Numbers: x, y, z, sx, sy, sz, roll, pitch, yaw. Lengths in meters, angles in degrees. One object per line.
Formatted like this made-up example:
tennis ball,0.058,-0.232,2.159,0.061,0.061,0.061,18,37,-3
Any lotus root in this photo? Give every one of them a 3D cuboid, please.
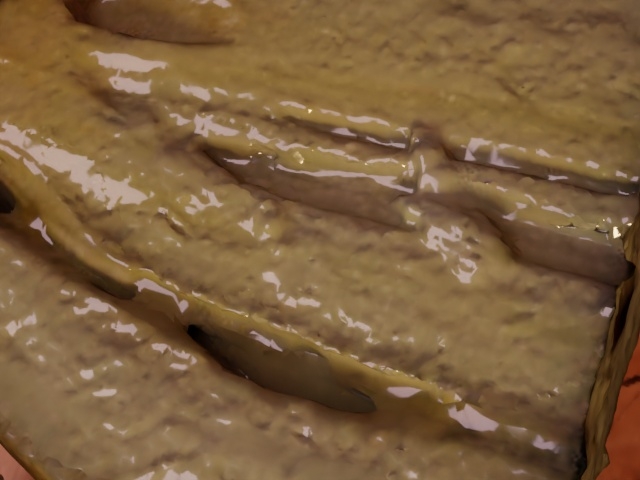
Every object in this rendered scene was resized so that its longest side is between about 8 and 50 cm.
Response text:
lotus root,-0.016,0.008,0.480,0.260,0.149,0.267,12,63,17

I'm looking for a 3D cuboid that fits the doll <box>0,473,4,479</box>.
doll,-0.166,0.202,0.657,0.237,0.111,0.252,38,121,59
